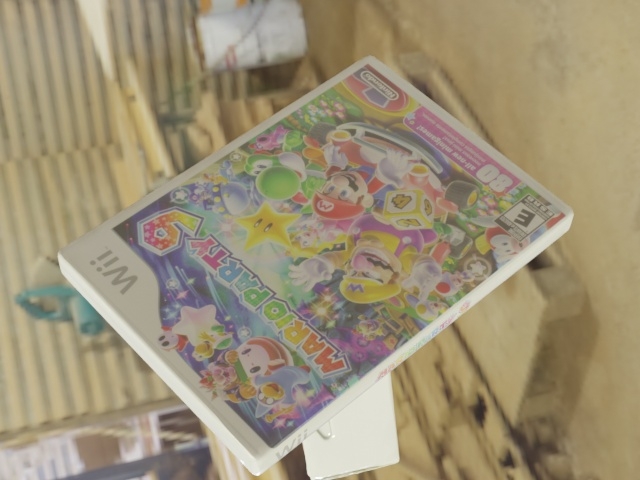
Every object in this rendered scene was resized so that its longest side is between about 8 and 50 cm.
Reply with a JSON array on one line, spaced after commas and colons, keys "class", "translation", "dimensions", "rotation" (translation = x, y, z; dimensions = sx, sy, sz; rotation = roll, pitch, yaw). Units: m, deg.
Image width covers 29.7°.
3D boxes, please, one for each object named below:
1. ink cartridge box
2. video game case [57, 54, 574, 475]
[{"class": "ink cartridge box", "translation": [0.004, 0.053, 0.651], "dimensions": [0.122, 0.052, 0.089], "rotation": [-104, 4, -51]}, {"class": "video game case", "translation": [0.000, 0.000, 0.345], "dimensions": [0.087, 0.122, 0.011], "rotation": [42, 152, 26]}]
